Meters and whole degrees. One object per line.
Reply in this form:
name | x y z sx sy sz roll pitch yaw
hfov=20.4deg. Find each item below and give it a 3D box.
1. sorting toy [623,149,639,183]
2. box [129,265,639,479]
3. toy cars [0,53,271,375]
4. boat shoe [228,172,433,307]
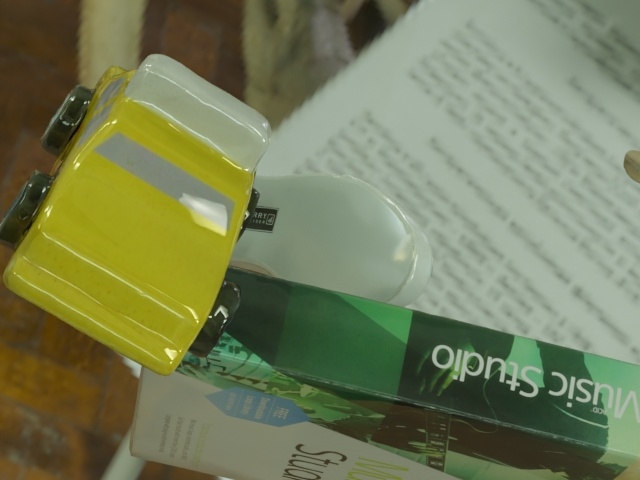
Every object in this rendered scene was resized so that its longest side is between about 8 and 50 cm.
sorting toy | 0.101 -0.003 0.334 0.083 0.012 0.062 11 4 1
box | 0.057 0.105 0.995 0.322 0.232 0.058 12 68 -3
toy cars | -0.130 -0.030 0.681 0.176 0.087 0.393 48 27 26
boat shoe | 0.000 0.000 1.055 0.070 0.078 0.219 21 -2 -40
